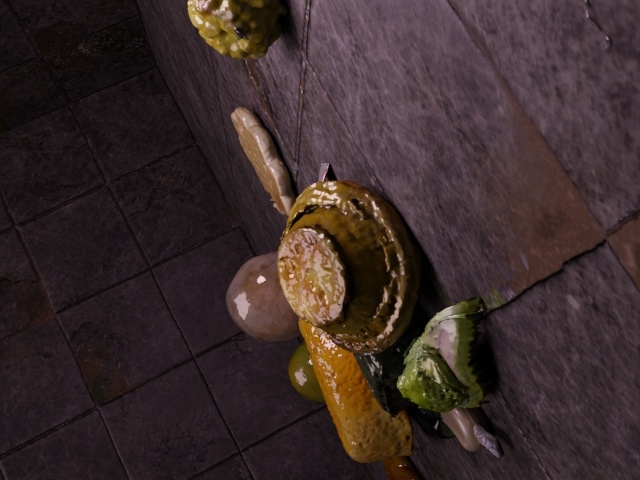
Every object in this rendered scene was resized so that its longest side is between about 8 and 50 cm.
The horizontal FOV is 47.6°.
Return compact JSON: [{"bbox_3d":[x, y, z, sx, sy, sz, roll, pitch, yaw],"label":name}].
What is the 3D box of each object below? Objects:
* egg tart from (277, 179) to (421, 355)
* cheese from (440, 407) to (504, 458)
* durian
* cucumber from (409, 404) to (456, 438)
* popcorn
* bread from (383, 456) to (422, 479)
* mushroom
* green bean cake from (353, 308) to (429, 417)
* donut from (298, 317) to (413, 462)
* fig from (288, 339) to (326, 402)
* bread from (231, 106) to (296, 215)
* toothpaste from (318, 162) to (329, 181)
[{"bbox_3d":[0.022,0.046,1.152,0.294,0.123,0.293,11,105,45],"label":"egg tart"},{"bbox_3d":[0.253,0.314,1.200,0.171,0.048,0.092,48,163,55],"label":"cheese"},{"bbox_3d":[0.183,0.198,1.082,0.375,0.132,0.106,98,169,-59],"label":"durian"},{"bbox_3d":[0.230,0.367,1.482,0.070,0.046,0.220,56,172,0],"label":"cucumber"},{"bbox_3d":[-0.133,-0.371,1.174,0.174,0.142,0.173,27,138,28],"label":"popcorn"},{"bbox_3d":[0.257,0.711,2.100,0.344,0.084,0.124,51,164,53],"label":"bread"},{"bbox_3d":[-0.139,0.163,2.259,0.290,0.298,0.297,-75,-34,-62],"label":"mushroom"},{"bbox_3d":[0.112,0.171,1.339,0.255,0.132,0.241,59,172,29],"label":"green bean cake"},{"bbox_3d":[0.080,0.329,1.659,0.435,0.164,0.377,84,165,-62],"label":"donut"},{"bbox_3d":[0.027,0.377,2.138,0.207,0.230,0.207,2,-90,-70],"label":"fig"},{"bbox_3d":[-0.142,-0.206,1.868,0.316,0.054,0.316,60,171,16],"label":"bread"},{"bbox_3d":[0.000,0.000,1.397,0.075,0.048,0.300,-3,-86,-74],"label":"toothpaste"}]
